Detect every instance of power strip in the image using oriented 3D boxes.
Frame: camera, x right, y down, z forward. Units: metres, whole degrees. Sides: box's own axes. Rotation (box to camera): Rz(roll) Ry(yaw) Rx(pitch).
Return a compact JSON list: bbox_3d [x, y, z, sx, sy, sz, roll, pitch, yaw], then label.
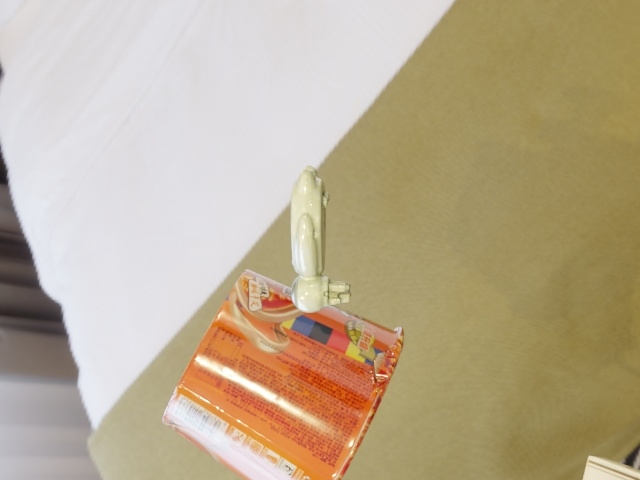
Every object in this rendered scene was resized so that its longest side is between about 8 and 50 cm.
[{"bbox_3d":[0.000,0.000,0.486,0.035,0.055,0.083,0,100,3],"label":"power strip"}]

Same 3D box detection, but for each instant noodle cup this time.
[{"bbox_3d":[-0.047,0.162,0.963,0.250,0.192,0.250,-62,1,1],"label":"instant noodle cup"}]

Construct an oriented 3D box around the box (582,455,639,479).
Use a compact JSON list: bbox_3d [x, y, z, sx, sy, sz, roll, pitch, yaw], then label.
[{"bbox_3d":[0.282,0.313,0.802,0.109,0.029,0.198,10,91,56],"label":"box"}]
